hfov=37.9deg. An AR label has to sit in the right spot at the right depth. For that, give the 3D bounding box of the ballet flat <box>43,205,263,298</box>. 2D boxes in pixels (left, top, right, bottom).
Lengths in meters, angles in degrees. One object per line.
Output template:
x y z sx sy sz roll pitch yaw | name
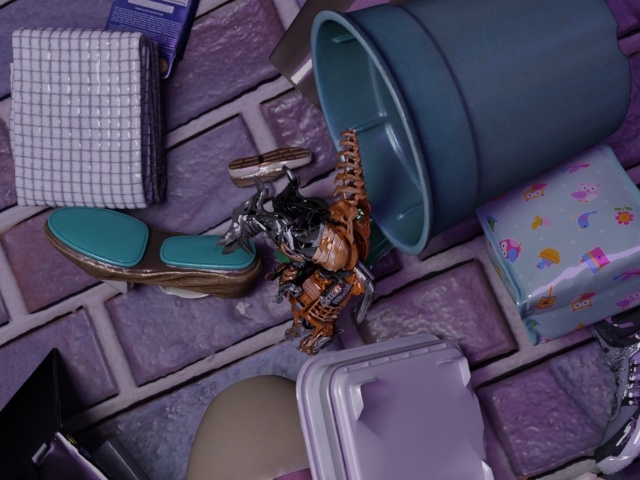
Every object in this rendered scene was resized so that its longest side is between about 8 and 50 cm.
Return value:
-0.259 0.035 1.455 0.342 0.124 0.116 7 47 0 | ballet flat

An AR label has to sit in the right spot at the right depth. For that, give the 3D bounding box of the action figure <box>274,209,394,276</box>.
0.058 0.002 1.423 0.232 0.063 0.137 -39 78 10 | action figure

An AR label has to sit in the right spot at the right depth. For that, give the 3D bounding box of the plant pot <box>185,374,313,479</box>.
-0.074 0.308 1.346 0.284 0.284 0.191 -29 55 8 | plant pot

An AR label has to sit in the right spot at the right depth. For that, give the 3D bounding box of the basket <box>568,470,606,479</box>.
0.373 0.514 1.167 0.328 0.266 0.331 26 69 11 | basket

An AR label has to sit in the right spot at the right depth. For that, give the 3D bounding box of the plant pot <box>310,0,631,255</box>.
0.206 -0.199 1.263 0.334 0.341 0.341 -23 81 -13 | plant pot

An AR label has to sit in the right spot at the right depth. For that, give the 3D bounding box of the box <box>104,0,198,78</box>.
-0.273 -0.385 1.533 0.136 0.036 0.225 17 90 13 | box

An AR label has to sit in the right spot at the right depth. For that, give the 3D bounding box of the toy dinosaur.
0.000 0.000 1.328 0.218 0.164 0.322 28 96 25 | toy dinosaur

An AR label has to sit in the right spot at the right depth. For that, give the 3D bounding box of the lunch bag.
0.343 -0.016 1.315 0.223 0.160 0.262 -25 48 9 | lunch bag

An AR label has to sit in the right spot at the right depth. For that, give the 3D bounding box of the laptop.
-0.428 0.445 1.415 0.408 0.236 0.382 41 95 8 | laptop

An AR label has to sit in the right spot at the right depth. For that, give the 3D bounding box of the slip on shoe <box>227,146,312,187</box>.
-0.077 -0.113 1.473 0.135 0.051 0.041 -12 123 3 | slip on shoe

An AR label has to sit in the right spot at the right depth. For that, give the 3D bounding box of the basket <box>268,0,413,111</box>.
0.044 -0.312 1.409 0.204 0.154 0.227 45 99 7 | basket

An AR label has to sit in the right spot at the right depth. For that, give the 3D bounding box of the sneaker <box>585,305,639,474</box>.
0.428 0.187 1.318 0.153 0.101 0.269 33 87 13 | sneaker

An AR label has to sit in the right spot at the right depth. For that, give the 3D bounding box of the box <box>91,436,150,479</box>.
-0.355 0.432 1.491 0.186 0.038 0.145 -43 79 7 | box

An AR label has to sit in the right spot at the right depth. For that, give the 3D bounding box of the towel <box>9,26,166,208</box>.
-0.368 -0.194 1.483 0.235 0.121 0.284 2 100 13 | towel

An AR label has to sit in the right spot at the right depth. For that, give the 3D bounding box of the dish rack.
0.123 0.273 1.262 0.072 0.332 0.286 -19 80 41 | dish rack
